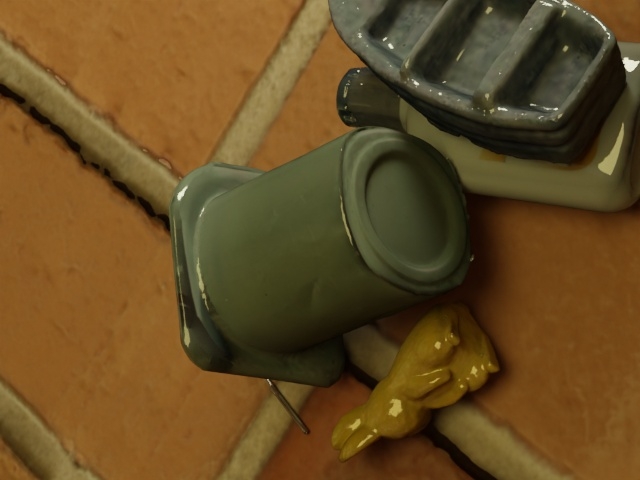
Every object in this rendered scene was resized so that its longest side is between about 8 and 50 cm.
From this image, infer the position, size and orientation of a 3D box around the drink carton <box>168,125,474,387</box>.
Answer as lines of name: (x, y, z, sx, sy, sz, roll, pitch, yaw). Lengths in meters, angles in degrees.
drink carton: (0.000, 0.000, 1.581, 0.189, 0.185, 0.191, -27, 61, 45)

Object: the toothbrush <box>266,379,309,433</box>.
toothbrush: (-0.038, 0.136, 1.709, 0.008, 0.006, 0.097, -51, 55, 15)

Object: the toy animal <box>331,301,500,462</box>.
toy animal: (0.072, 0.124, 1.601, 0.159, 0.070, 0.083, -48, 23, 17)

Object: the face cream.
face cream: (0.144, -0.106, 1.604, 0.291, 0.071, 0.144, 11, 79, 37)

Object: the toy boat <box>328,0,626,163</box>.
toy boat: (0.115, -0.155, 1.550, 0.283, 0.078, 0.127, 28, 81, 40)
